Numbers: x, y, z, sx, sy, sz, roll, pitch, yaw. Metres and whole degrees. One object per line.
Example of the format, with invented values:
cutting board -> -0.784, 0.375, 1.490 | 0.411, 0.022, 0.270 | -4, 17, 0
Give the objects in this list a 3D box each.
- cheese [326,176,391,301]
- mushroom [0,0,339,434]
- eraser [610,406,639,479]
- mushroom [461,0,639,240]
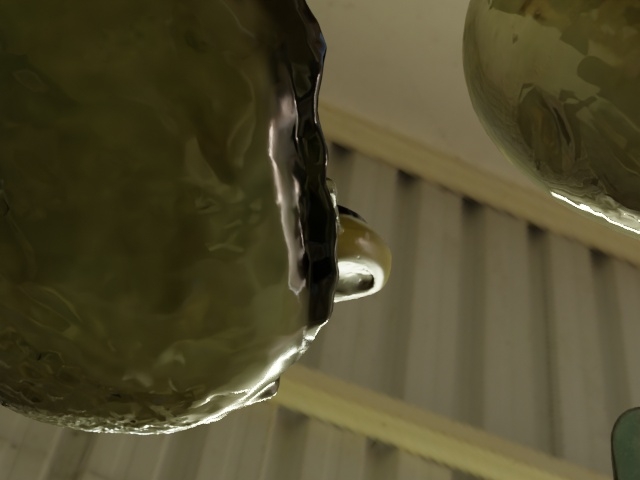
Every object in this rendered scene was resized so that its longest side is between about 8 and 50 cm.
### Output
cheese -> 0.000, -0.001, 0.764 | 0.086, 0.162, 0.036 | -6, -112, 1
mushroom -> -0.141, -0.069, 0.458 | 0.130, 0.247, 0.344 | -8, -133, -39
eraser -> 0.417, 0.276, 1.379 | 0.227, 0.081, 0.174 | 14, -119, -38
mushroom -> 0.243, -0.136, 0.859 | 0.315, 0.315, 0.356 | 8, -122, -24
